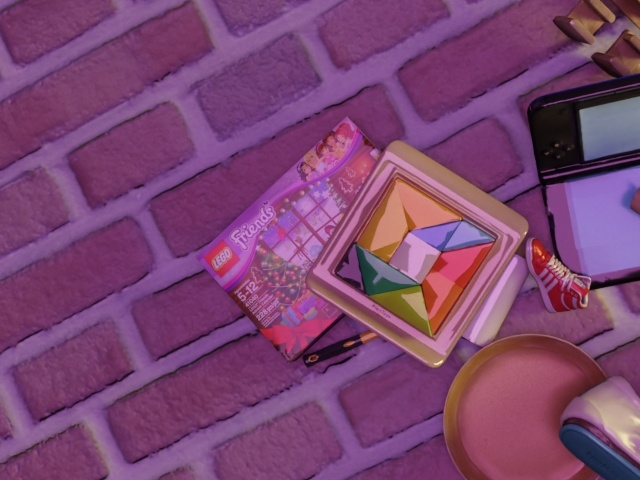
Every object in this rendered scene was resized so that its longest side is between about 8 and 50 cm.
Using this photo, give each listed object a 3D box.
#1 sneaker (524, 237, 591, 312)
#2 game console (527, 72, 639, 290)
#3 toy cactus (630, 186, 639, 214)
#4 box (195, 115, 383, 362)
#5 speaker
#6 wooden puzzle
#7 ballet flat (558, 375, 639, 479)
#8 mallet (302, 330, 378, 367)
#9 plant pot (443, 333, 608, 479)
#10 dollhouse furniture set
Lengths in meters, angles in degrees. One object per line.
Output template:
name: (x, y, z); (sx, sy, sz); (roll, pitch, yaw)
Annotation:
sneaker: (0.319, 0.045, 1.741); (0.067, 0.042, 0.118); (-5, 123, 40)
game console: (0.435, -0.084, 1.696); (0.293, 0.250, 0.173); (-12, 60, 8)
toy cactus: (0.485, -0.021, 1.652); (0.180, 0.112, 0.219); (28, 100, 24)
box: (0.000, 0.000, 1.815); (0.293, 0.057, 0.201); (-43, 83, 6)
speaker: (0.235, 0.078, 1.776); (0.055, 0.055, 0.136); (28, 92, 9)
wooden puzzle: (0.127, 0.018, 1.745); (0.221, 0.044, 0.239); (32, 94, 5)
ballet flat: (0.485, 0.329, 1.685); (0.400, 0.139, 0.139); (45, 95, 2)
mallet: (0.068, 0.143, 1.814); (0.189, 0.039, 0.062); (-30, 80, 11)
plant pot: (0.283, 0.243, 1.763); (0.236, 0.032, 0.236); (0, 91, 3)
dollhouse furniture set: (0.387, -0.370, 1.747); (0.242, 0.161, 0.212); (41, 95, -14)
